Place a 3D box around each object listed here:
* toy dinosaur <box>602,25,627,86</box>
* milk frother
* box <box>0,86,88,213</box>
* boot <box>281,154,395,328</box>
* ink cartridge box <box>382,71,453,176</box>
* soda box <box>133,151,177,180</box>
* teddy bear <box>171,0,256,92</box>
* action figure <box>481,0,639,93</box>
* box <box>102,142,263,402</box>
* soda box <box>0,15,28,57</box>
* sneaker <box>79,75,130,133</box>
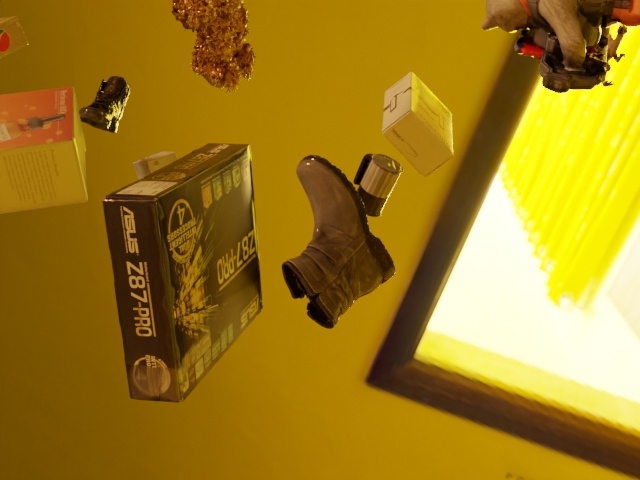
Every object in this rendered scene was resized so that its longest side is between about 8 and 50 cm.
[{"bbox_3d":[0.489,-0.318,1.625,0.053,0.092,0.183,15,160,-20],"label":"toy dinosaur"},{"bbox_3d":[0.103,-0.144,2.244,0.143,0.134,0.129,-9,-137,-47],"label":"milk frother"},{"bbox_3d":[-0.372,-0.106,1.102,0.171,0.091,0.130,-9,-141,-9],"label":"box"},{"bbox_3d":[0.000,0.000,1.965,0.223,0.118,0.338,-35,-87,-29],"label":"boot"},{"bbox_3d":[0.214,-0.256,2.020,0.148,0.086,0.203,43,-152,-22],"label":"ink cartridge box"},{"bbox_3d":[-0.325,-0.079,1.981,0.074,0.216,0.069,-27,-160,-34],"label":"soda box"},{"bbox_3d":[-0.179,-0.415,1.538,0.113,0.337,0.245,-7,-172,25],"label":"teddy bear"},{"bbox_3d":[0.373,-0.327,1.191,0.330,0.178,0.341,-4,-150,12],"label":"action figure"},{"bbox_3d":[-0.205,0.033,1.492,0.097,0.318,0.395,3,-163,15],"label":"box"},{"bbox_3d":[-0.659,-0.373,1.784,0.058,0.061,0.181,4,-147,35],"label":"soda box"},{"bbox_3d":[-0.325,-0.214,1.407,0.051,0.089,0.170,17,180,-2],"label":"sneaker"}]
